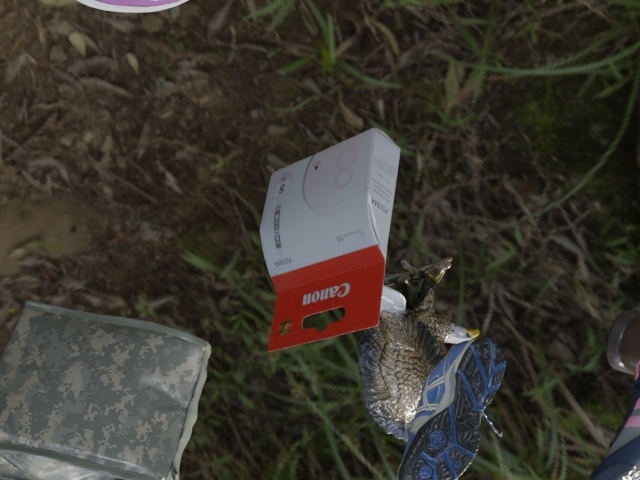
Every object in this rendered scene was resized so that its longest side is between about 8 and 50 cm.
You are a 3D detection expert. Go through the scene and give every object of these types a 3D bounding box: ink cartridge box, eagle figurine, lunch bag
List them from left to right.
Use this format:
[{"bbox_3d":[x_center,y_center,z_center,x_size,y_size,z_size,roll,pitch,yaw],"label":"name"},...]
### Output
[{"bbox_3d":[-0.311,0.235,1.389,0.287,0.235,0.169,9,147,9],"label":"lunch bag"},{"bbox_3d":[0.000,0.000,1.154,0.066,0.232,0.189,34,144,-33],"label":"ink cartridge box"},{"bbox_3d":[0.170,0.181,1.593,0.225,0.298,0.226,-4,169,6],"label":"eagle figurine"}]

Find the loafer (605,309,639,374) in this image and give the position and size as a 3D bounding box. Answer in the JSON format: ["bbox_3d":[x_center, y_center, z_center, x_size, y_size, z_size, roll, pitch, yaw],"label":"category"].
[{"bbox_3d":[0.625,0.202,1.599,0.366,0.130,0.133,9,95,-33],"label":"loafer"}]

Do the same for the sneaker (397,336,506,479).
[{"bbox_3d":[0.157,0.218,1.214,0.080,0.081,0.211,36,77,-16],"label":"sneaker"}]

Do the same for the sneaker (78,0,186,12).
[{"bbox_3d":[-0.190,-0.192,0.481,0.305,0.152,0.114,0,136,-45],"label":"sneaker"}]

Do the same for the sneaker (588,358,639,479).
[{"bbox_3d":[0.483,0.246,1.414,0.319,0.131,0.112,-40,142,-7],"label":"sneaker"}]
